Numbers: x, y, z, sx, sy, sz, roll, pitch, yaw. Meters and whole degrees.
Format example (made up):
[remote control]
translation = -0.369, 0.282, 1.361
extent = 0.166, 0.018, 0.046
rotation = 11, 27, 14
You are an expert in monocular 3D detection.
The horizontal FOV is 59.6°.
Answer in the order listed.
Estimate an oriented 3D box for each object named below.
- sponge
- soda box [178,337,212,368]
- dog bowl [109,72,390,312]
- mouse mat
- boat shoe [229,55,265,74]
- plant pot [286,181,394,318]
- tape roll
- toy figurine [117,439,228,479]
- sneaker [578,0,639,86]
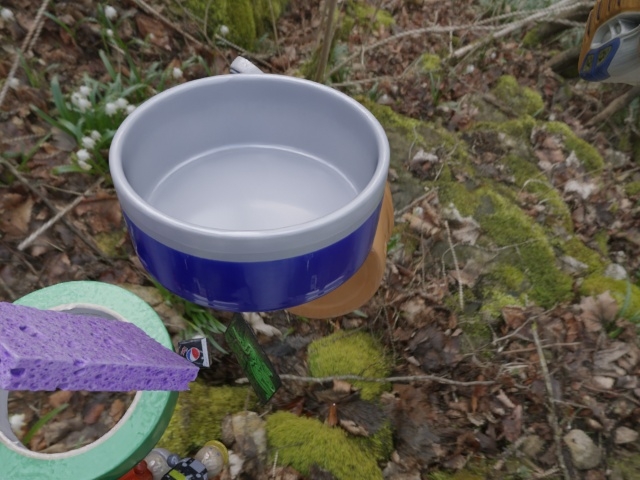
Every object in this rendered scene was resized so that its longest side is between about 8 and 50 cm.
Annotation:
[sponge]
translation = -0.225, 0.102, 0.529
extent = 0.117, 0.210, 0.031
rotation = 25, 89, 32
[soda box]
translation = -0.247, 0.224, 1.107
extent = 0.053, 0.169, 0.060
rotation = -8, 82, -10
[dog bowl]
translation = -0.067, -0.060, 0.567
extent = 0.264, 0.104, 0.265
rotation = 2, 45, -2
[mouse mat]
translation = -0.150, 0.253, 1.205
extent = 0.007, 0.153, 0.190
rotation = -23, 68, -34
[boat shoe]
translation = -0.143, -0.237, 1.192
extent = 0.127, 0.340, 0.158
rotation = 37, 85, 19
[plant pot]
translation = 0.000, 0.000, 0.993
extent = 0.290, 0.291, 0.204
rotation = -6, 38, 0
[tape roll]
translation = -0.388, 0.222, 0.876
extent = 0.320, 0.077, 0.322
rotation = 2, 61, -4
[toy figurine]
translation = -0.224, 0.442, 0.902
extent = 0.209, 0.148, 0.213
rotation = -23, 90, 31
[sneaker]
translation = 0.322, -0.175, 0.446
extent = 0.130, 0.296, 0.112
rotation = 10, 107, 4
